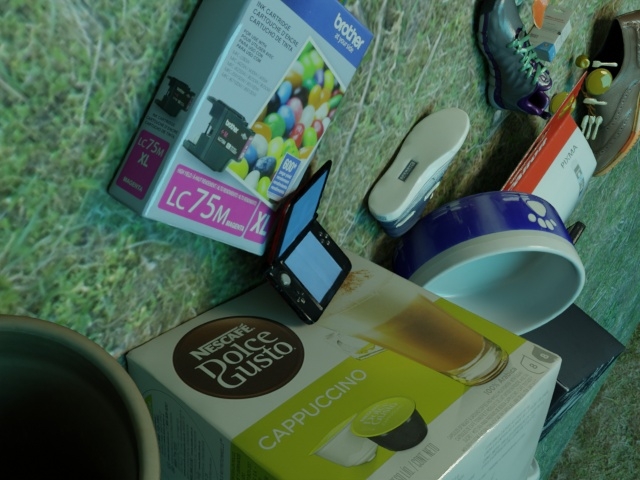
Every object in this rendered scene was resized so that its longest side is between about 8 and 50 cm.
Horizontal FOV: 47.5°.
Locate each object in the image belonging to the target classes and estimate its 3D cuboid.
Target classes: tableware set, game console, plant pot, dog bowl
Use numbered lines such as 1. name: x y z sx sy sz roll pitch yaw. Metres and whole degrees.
1. tableware set: 0.469 -0.259 1.326 0.024 0.104 0.154 -95 -170 -62
2. game console: 0.000 0.000 0.810 0.085 0.124 0.144 -35 -171 33
3. plant pot: -0.251 0.226 0.560 0.263 0.263 0.229 -39 158 -31
4. dog bowl: 0.242 0.049 1.072 0.265 0.104 0.265 -6 144 -5

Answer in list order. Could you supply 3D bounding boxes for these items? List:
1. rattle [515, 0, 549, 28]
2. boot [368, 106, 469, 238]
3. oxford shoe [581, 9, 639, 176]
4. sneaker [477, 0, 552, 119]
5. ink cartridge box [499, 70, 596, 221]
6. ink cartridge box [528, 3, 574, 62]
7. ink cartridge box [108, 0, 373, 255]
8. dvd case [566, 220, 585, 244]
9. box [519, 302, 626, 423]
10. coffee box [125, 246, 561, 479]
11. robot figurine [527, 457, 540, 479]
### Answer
1. rattle: 0.348 -0.421 1.064 0.130 0.143 0.200 11 120 -20
2. boot: 0.138 -0.093 1.004 0.190 0.069 0.086 -48 153 -6
3. oxford shoe: 0.553 -0.280 1.413 0.132 0.130 0.364 -5 131 -15
4. sneaker: 0.291 -0.267 1.044 0.083 0.098 0.224 -52 146 -15
5. ink cartridge box: 0.375 -0.059 1.249 0.308 0.091 0.385 -52 161 -13
6. ink cartridge box: 0.359 -0.325 1.140 0.083 0.048 0.028 -56 147 -8
7. ink cartridge box: -0.055 -0.148 0.695 0.186 0.065 0.311 23 93 -58
8. dvd case: 0.427 0.067 1.446 0.180 0.022 0.253 -54 174 -13
9. box: 0.411 0.304 1.493 0.343 0.179 0.312 -11 137 -50
10. coffee box: 0.016 0.261 0.837 0.337 0.334 0.338 -26 131 -41
11. robot figurine: 0.389 0.595 1.723 0.300 0.199 0.353 -71 176 -70
